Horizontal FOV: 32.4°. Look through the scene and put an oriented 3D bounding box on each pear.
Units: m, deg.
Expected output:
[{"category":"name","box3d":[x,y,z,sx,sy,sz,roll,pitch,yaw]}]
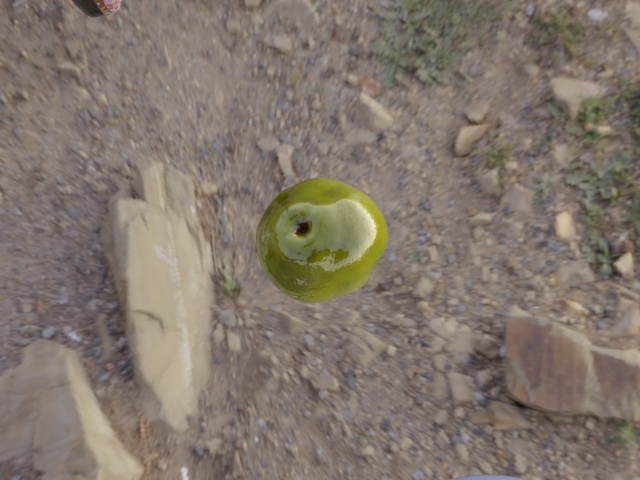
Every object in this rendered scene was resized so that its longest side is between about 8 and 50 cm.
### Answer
[{"category":"pear","box3d":[0.000,0.000,0.772,0.092,0.097,0.092,-4,66,10]}]

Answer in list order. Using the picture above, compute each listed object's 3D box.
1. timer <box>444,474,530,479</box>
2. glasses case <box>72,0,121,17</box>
[{"category":"timer","box3d":[0.152,0.327,0.529,0.395,0.173,0.394,-3,70,10]},{"category":"glasses case","box3d":[-0.248,-0.309,1.075,0.067,0.266,0.103,-16,76,-1]}]
